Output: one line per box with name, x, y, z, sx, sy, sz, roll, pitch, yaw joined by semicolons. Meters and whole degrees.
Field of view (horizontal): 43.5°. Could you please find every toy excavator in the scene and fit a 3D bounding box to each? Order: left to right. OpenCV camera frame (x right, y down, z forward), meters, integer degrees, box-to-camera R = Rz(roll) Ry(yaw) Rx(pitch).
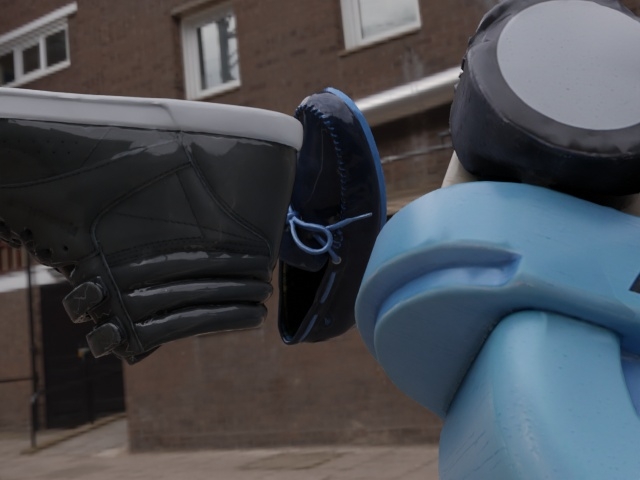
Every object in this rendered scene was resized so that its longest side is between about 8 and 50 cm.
toy excavator;0.198;0.159;0.354;0.432;0.445;0.222;18;-29;7

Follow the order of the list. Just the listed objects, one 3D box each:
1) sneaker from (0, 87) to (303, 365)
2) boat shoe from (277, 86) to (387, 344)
sneaker;-0.157;-0.002;0.458;0.295;0.147;0.104;1;-6;-7
boat shoe;0.000;0.000;0.689;0.089;0.258;0.109;-24;39;-26
